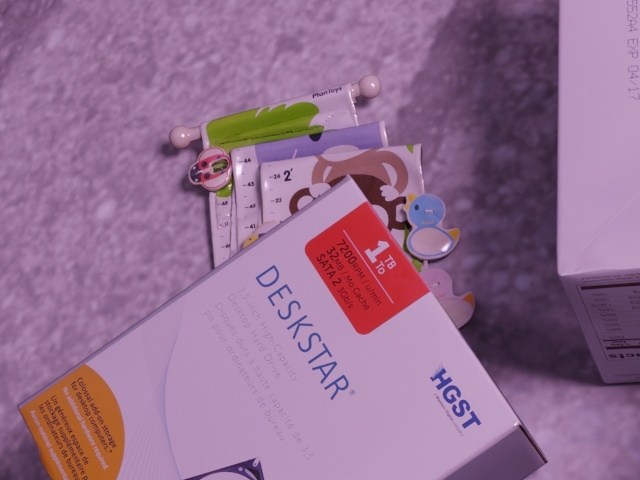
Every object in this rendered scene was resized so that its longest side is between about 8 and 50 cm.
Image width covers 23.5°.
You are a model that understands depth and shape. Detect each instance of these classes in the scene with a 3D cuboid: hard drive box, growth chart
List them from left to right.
[{"bbox_3d":[-0.023,0.107,0.859,0.232,0.089,0.181,-35,62,2],"label":"hard drive box"},{"bbox_3d":[0.000,0.000,0.968,0.172,0.021,0.237,-19,59,11],"label":"growth chart"}]

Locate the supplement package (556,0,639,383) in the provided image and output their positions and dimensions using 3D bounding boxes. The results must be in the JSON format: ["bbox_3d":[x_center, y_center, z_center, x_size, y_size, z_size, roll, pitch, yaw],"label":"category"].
[{"bbox_3d":[0.243,-0.072,0.843,0.204,0.145,0.261,-5,61,19],"label":"supplement package"}]
